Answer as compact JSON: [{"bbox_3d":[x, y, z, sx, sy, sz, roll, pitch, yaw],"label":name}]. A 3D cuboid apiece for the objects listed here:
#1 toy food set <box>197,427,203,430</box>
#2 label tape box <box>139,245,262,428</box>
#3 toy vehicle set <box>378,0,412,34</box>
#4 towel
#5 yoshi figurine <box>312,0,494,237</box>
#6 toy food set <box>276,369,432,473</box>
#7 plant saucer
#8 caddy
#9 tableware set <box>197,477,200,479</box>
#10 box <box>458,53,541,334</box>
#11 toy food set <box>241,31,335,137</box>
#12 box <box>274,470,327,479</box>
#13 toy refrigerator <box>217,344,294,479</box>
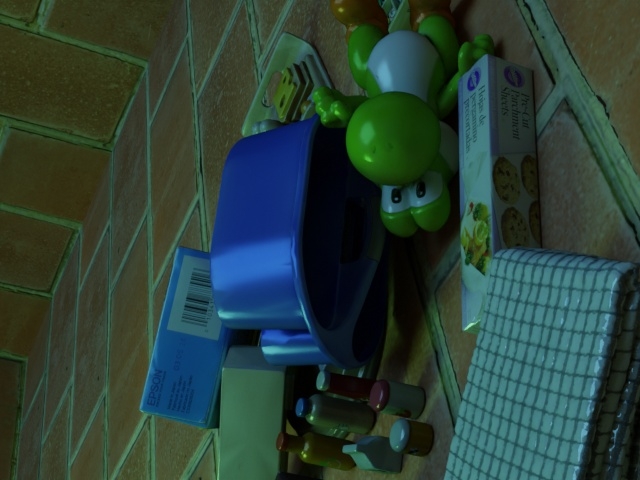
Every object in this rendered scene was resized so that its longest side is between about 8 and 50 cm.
[{"bbox_3d":[-0.208,0.298,2.130,0.082,0.020,0.083,-151,77,-69],"label":"toy food set"},{"bbox_3d":[-0.163,0.158,1.788,0.333,0.106,0.240,60,-138,-79],"label":"label tape box"},{"bbox_3d":[0.129,-0.398,1.715,0.166,0.035,0.267,-104,35,-52],"label":"toy vehicle set"},{"bbox_3d":[0.216,0.152,1.011,0.235,0.121,0.283,-177,99,-71],"label":"towel"},{"bbox_3d":[0.098,-0.185,1.442,0.203,0.203,0.362,-42,41,45],"label":"yoshi figurine"},{"bbox_3d":[0.038,0.219,1.432,0.232,0.104,0.111,155,127,-64],"label":"toy food set"},{"bbox_3d":[0.010,0.153,1.646,0.278,0.041,0.278,-50,32,47],"label":"plant saucer"},{"bbox_3d":[0.000,0.000,1.478,0.179,0.241,0.341,-10,56,26],"label":"caddy"},{"bbox_3d":[-0.228,0.503,2.047,0.141,0.020,0.168,-120,49,-61],"label":"tableware set"},{"bbox_3d":[0.192,-0.050,1.276,0.063,0.067,0.324,-42,38,52],"label":"box"},{"bbox_3d":[-0.070,-0.203,2.016,0.306,0.092,0.219,-109,39,-56],"label":"toy food set"},{"bbox_3d":[0.026,0.379,1.265,0.203,0.167,0.168,-133,60,-66],"label":"box"},{"bbox_3d":[-0.089,0.288,1.622,0.102,0.094,0.269,-77,-10,-78],"label":"toy refrigerator"}]
